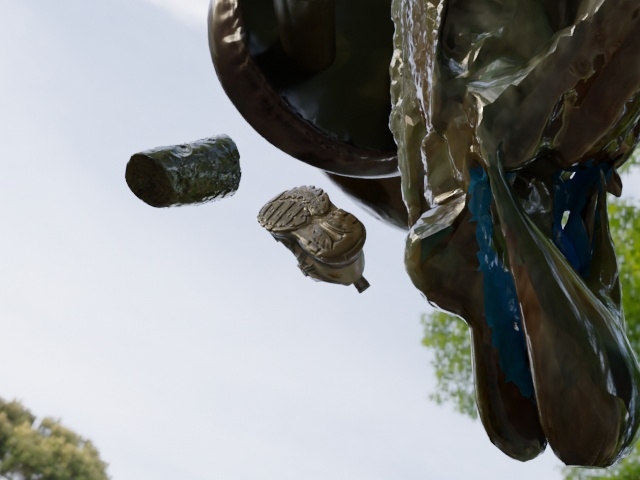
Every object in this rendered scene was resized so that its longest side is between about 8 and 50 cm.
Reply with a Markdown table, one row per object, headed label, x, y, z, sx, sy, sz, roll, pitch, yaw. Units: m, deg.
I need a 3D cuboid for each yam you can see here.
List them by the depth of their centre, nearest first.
| label | x | y | z | sx | sy | sz | roll | pitch | yaw |
| --- | --- | --- | --- | --- | --- | --- | --- | --- | --- |
| yam | -0.200 | -0.102 | 1.479 | 0.107 | 0.183 | 0.107 | 14 | -70 | 42 |

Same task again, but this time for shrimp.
| label | x | y | z | sx | sy | sz | roll | pitch | yaw |
| --- | --- | --- | --- | --- | --- | --- | --- | --- | --- |
| shrimp | 0.121 | -0.139 | 0.362 | 0.221 | 0.446 | 0.110 | 7 | -7 | 32 |

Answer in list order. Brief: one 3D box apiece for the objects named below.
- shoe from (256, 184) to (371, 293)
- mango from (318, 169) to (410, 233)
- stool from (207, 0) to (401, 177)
| label | x | y | z | sx | sy | sz | roll | pitch | yaw |
| --- | --- | --- | --- | --- | --- | --- | --- | --- | --- |
| shoe | 0.000 | 0.000 | 1.231 | 0.180 | 0.089 | 0.092 | 31 | -24 | 44 |
| mango | 0.062 | -0.188 | 1.162 | 0.445 | 0.220 | 0.301 | 46 | -16 | -20 |
| stool | 0.053 | -0.203 | 0.806 | 0.272 | 0.272 | 0.178 | 28 | -24 | -6 |
